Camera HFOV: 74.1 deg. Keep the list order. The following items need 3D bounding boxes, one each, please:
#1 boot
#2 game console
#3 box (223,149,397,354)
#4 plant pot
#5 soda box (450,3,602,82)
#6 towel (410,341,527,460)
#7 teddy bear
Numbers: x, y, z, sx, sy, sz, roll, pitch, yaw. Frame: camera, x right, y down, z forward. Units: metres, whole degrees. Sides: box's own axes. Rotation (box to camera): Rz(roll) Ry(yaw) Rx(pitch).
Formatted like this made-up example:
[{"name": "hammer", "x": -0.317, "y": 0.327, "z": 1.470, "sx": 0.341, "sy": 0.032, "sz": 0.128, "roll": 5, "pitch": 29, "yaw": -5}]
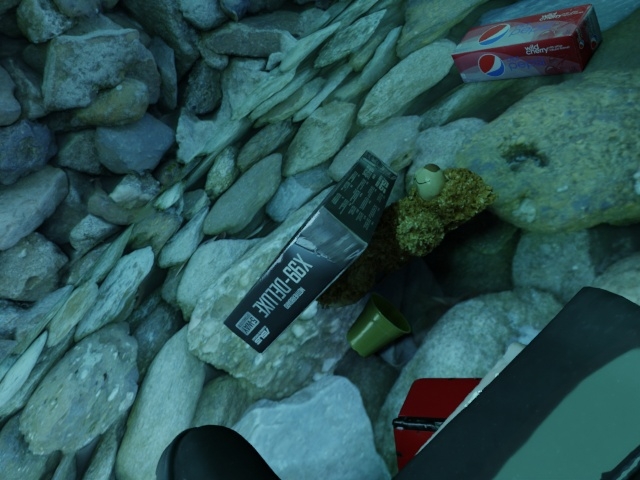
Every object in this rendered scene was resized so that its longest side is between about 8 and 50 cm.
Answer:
[{"name": "boot", "x": 0.081, "y": 0.198, "z": 0.358, "sx": 0.445, "sy": 0.146, "sz": 0.367, "roll": -47, "pitch": 54, "yaw": 9}, {"name": "game console", "x": 0.172, "y": 0.239, "z": 0.520, "sx": 0.144, "sy": 0.085, "sz": 0.124, "roll": -14, "pitch": 76, "yaw": 36}, {"name": "box", "x": 0.000, "y": 0.000, "z": 0.668, "sx": 0.242, "sy": 0.076, "sz": 0.307, "roll": -48, "pitch": 4, "yaw": 28}, {"name": "plant pot", "x": 0.084, "y": 0.138, "z": 0.664, "sx": 0.079, "sy": 0.083, "sz": 0.083, "roll": -49, "pitch": 33, "yaw": 16}, {"name": "soda box", "x": 0.407, "y": -0.393, "z": 0.865, "sx": 0.092, "sy": 0.083, "sz": 0.263, "roll": -53, "pitch": 36, "yaw": -13}, {"name": "towel", "x": 0.197, "y": 0.300, "z": 0.346, "sx": 0.317, "sy": 0.053, "sz": 0.332, "roll": -48, "pitch": 44, "yaw": 1}, {"name": "teddy bear", "x": 0.116, "y": -0.011, "z": 0.703, "sx": 0.338, "sy": 0.113, "sz": 0.245, "roll": -38, "pitch": -2, "yaw": 24}]
